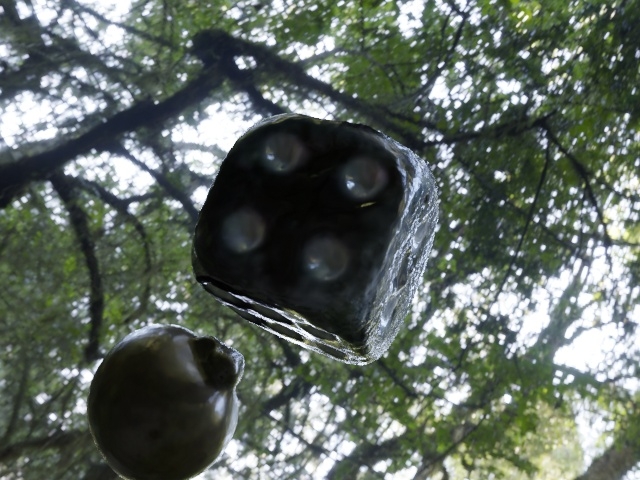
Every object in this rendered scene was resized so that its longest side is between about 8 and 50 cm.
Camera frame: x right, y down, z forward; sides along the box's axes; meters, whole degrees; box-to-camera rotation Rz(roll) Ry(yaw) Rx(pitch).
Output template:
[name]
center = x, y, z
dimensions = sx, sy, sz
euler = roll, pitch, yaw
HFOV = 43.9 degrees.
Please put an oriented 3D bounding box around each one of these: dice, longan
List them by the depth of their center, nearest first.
[dice]
center = 0.000, 0.000, 0.748
dimensions = 0.182, 0.183, 0.181
euler = 19, -15, 20
[longan]
center = -0.173, 0.182, 0.915
dimensions = 0.204, 0.159, 0.184
euler = -32, -112, 19
